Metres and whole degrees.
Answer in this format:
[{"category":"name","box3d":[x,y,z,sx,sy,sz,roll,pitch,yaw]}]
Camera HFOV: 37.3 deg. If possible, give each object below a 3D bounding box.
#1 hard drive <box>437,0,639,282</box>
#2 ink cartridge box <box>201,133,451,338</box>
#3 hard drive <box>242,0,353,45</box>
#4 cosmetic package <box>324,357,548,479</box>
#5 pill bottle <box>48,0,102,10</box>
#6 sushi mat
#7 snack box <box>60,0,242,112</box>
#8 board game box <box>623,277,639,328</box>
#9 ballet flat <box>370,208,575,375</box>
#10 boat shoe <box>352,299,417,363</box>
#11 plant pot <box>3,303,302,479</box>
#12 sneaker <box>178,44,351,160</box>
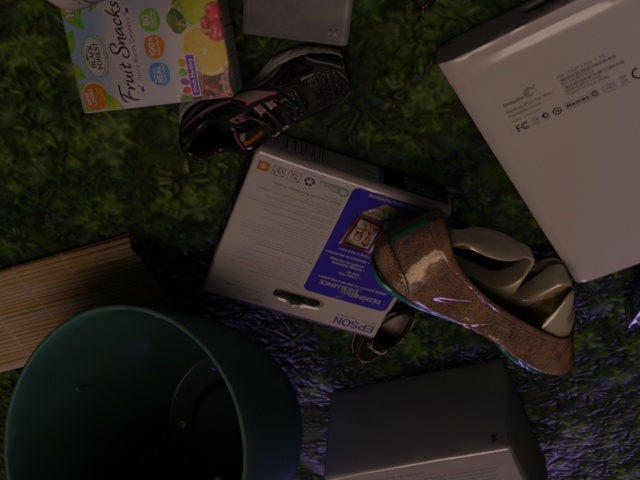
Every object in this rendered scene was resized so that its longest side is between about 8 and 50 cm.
[{"category":"hard drive","box3d":[0.270,-0.100,0.878,0.203,0.040,0.307,-23,127,24]},{"category":"ink cartridge box","box3d":[0.000,0.000,0.992,0.206,0.045,0.208,17,130,-12]},{"category":"hard drive","box3d":[-0.015,-0.231,0.794,0.094,0.022,0.135,7,133,-1]},{"category":"cosmetic package","box3d":[0.151,0.282,1.179,0.224,0.138,0.225,-14,131,18]},{"category":"pill bottle","box3d":[-0.135,-0.258,0.720,0.186,0.112,0.112,-16,129,20]},{"category":"sushi mat","box3d":[-0.324,0.084,1.121,0.316,0.019,0.151,-15,131,18]},{"category":"snack box","box3d":[-0.147,-0.170,0.833,0.141,0.037,0.100,-4,110,10]},{"category":"board game box","box3d":[0.398,0.035,0.947,0.136,0.035,0.201,0,153,1]},{"category":"ballet flat","box3d":[0.191,0.054,0.961,0.316,0.108,0.106,24,125,-38]},{"category":"boat shoe","box3d":[0.073,0.108,1.091,0.046,0.038,0.125,24,131,-17]},{"category":"plant pot","box3d":[-0.155,0.216,1.045,0.293,0.293,0.235,-19,169,22]},{"category":"sneaker","box3d":[-0.052,-0.114,0.870,0.178,0.077,0.072,-20,129,21]}]
